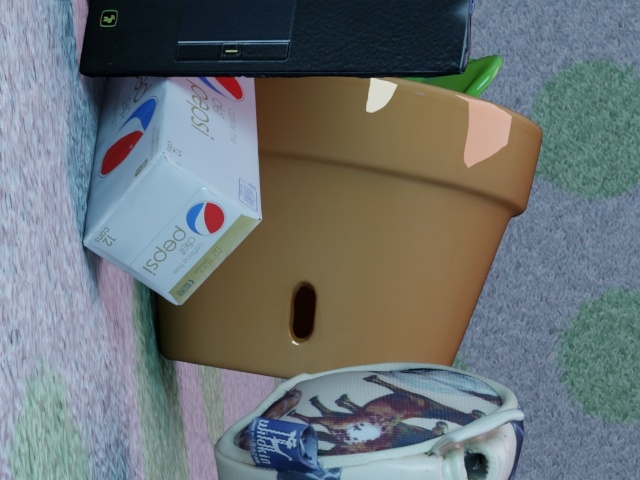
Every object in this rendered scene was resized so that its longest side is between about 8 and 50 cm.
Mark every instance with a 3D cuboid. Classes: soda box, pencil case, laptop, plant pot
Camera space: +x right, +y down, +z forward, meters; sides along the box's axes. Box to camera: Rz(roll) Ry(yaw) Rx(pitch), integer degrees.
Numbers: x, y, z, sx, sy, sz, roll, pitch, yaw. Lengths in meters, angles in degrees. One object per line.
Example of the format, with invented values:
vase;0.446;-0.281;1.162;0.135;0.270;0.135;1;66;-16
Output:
soda box;-0.084;-0.057;0.948;0.069;0.074;0.216;35;22;-20
pencil case;0.048;0.276;0.870;0.183;0.160;0.410;-175;-103;-68
laptop;-0.039;-0.229;0.849;0.136;0.234;0.264;28;67;-62
plant pot;0.000;0.000;1.168;0.291;0.291;0.203;77;22;-86

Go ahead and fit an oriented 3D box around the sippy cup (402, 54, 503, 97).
sippy cup;-0.008;-0.212;1.140;0.224;0.306;0.240;-145;-121;-69
